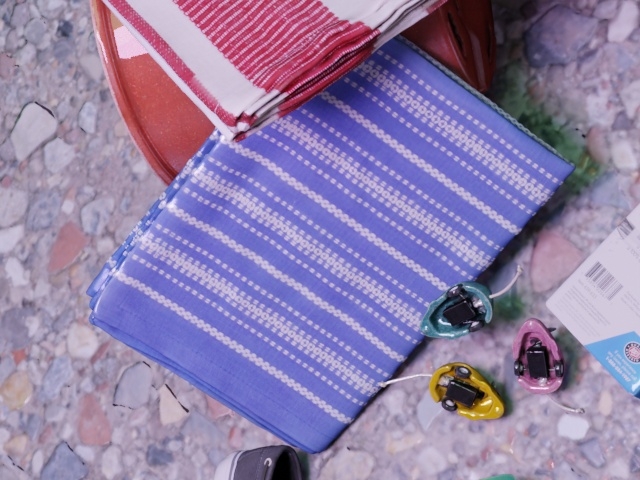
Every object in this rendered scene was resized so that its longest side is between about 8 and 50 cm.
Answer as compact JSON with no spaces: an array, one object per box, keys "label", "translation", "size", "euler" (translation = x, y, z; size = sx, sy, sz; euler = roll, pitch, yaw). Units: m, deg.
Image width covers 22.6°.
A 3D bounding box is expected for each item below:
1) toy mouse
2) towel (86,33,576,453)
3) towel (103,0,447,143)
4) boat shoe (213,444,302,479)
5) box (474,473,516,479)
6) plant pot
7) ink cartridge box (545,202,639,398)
[{"label":"toy mouse","translation":[0.137,0.075,1.243],"size":[0.161,0.031,0.143],"euler":[20,118,14]},{"label":"towel","translation":[0.000,0.000,1.252],"size":[0.336,0.243,0.040],"euler":[-50,15,21]},{"label":"towel","translation":[0.006,-0.235,1.174],"size":[0.329,0.037,0.237],"euler":[-37,55,-8]},{"label":"boat shoe","translation":[-0.033,0.272,1.289],"size":[0.076,0.080,0.228],"euler":[-24,57,33]},{"label":"box","translation":[0.121,0.274,1.218],"size":[0.105,0.043,0.179],"euler":[-16,71,26]},{"label":"plant pot","translation":[-0.009,-0.192,1.317],"size":[0.265,0.272,0.272],"euler":[-11,70,19]},{"label":"ink cartridge box","translation":[0.270,0.022,1.192],"size":[0.180,0.060,0.104],"euler":[-47,58,11]}]
